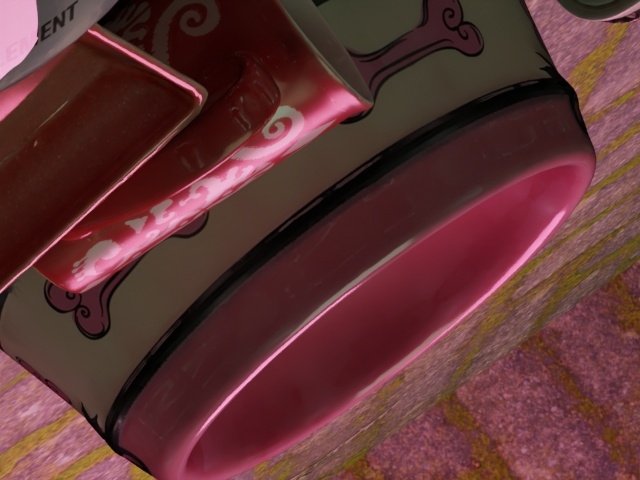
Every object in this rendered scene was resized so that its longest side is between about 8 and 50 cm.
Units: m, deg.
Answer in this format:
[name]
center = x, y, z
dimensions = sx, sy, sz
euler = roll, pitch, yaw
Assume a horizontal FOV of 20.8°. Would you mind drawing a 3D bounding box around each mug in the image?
[mug]
center = -0.080, -0.060, 0.806
dimensions = 0.169, 0.113, 0.150
euler = -36, 171, 11

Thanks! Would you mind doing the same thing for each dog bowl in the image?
[dog bowl]
center = 0.000, 0.000, 1.104
dimensions = 0.408, 0.150, 0.408
euler = -35, 165, -11

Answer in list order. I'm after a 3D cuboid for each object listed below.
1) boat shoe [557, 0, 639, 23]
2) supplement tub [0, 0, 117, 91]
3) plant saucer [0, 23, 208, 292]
[boat shoe]
center = 0.273, -0.246, 1.089
dimensions = 0.302, 0.114, 0.091
euler = -32, 170, 31
[supplement tub]
center = -0.097, -0.167, 0.218
dimensions = 0.207, 0.207, 0.338
euler = -32, 165, -21
[plant saucer]
center = -0.206, -0.023, 0.644
dimensions = 0.259, 0.047, 0.258
euler = -40, 152, 13
